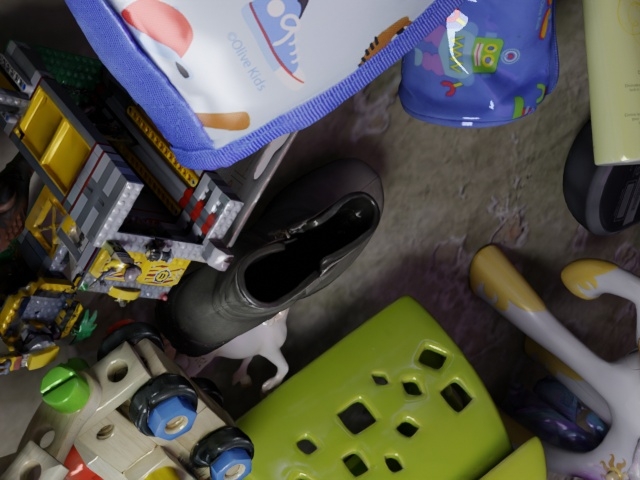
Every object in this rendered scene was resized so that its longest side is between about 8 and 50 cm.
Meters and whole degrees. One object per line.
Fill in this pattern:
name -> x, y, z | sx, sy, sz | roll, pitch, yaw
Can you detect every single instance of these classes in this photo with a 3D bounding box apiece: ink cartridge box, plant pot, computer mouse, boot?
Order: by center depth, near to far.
ink cartridge box -> -0.029, -0.077, 1.194 | 0.056, 0.225, 0.181 | 30, 93, -21
boot -> 0.000, 0.000, 1.284 | 0.246, 0.161, 0.083 | -39, 97, -37
plant pot -> 0.060, 0.223, 1.436 | 0.227, 0.207, 0.228 | -36, 149, -23
computer mouse -> 0.299, -0.070, 1.639 | 0.272, 0.072, 0.188 | -5, 119, -55

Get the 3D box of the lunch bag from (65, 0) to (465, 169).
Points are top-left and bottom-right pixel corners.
lunch bag -> -0.032, -0.279, 1.011 | 0.385, 0.239, 0.328 | -48, 124, -23

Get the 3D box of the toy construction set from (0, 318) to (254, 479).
toy construction set -> -0.160, 0.182, 1.242 | 0.215, 0.151, 0.327 | -38, 159, 1

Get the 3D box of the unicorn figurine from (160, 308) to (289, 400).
unicorn figurine -> -0.063, 0.077, 1.374 | 0.162, 0.060, 0.111 | -17, 130, -40

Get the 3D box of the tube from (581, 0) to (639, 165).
tube -> 0.258, -0.185, 1.482 | 0.070, 0.062, 0.240 | 10, 75, -84

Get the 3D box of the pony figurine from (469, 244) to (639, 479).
pony figurine -> 0.296, 0.196, 1.568 | 0.303, 0.363, 0.351 | -26, 130, -32

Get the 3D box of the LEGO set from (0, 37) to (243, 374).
LEGO set -> -0.210, 0.002, 1.051 | 0.331, 0.192, 0.255 | 21, 111, -50

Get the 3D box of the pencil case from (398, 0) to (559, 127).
pencil case -> 0.134, -0.234, 1.321 | 0.119, 0.133, 0.306 | -58, 156, -56
